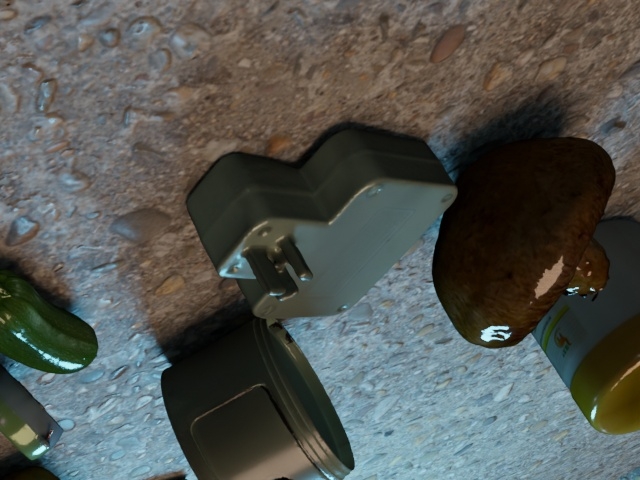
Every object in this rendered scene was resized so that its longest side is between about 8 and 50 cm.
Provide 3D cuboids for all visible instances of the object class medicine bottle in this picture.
[{"bbox_3d":[0.443,0.127,1.511,0.238,0.232,0.238,-17,139,-15],"label":"medicine bottle"}]

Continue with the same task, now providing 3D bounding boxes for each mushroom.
[{"bbox_3d":[0.237,0.003,1.207,0.263,0.195,0.283,-64,154,-8],"label":"mushroom"}]

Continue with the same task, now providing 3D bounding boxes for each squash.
[{"bbox_3d":[-0.294,0.084,1.033,0.077,0.068,0.219,-18,152,7],"label":"squash"}]

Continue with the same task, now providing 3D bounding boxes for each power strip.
[{"bbox_3d":[0.000,0.000,1.077,0.261,0.141,0.229,4,137,-47],"label":"power strip"}]

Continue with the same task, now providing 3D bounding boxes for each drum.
[{"bbox_3d":[-0.362,0.134,1.073,0.049,0.130,0.253,-44,124,-17],"label":"drum"}]

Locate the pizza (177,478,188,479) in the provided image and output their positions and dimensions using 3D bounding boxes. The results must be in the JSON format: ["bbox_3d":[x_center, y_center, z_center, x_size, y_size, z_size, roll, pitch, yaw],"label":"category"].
[{"bbox_3d":[-0.281,0.454,1.644,0.201,0.053,0.193,-25,151,-5],"label":"pizza"}]

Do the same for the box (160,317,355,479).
[{"bbox_3d":[-0.076,0.221,1.268,0.149,0.226,0.226,-30,151,4],"label":"box"}]

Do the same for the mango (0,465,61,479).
[{"bbox_3d":[-0.369,0.391,1.372,0.156,0.151,0.248,13,147,-1],"label":"mango"}]
